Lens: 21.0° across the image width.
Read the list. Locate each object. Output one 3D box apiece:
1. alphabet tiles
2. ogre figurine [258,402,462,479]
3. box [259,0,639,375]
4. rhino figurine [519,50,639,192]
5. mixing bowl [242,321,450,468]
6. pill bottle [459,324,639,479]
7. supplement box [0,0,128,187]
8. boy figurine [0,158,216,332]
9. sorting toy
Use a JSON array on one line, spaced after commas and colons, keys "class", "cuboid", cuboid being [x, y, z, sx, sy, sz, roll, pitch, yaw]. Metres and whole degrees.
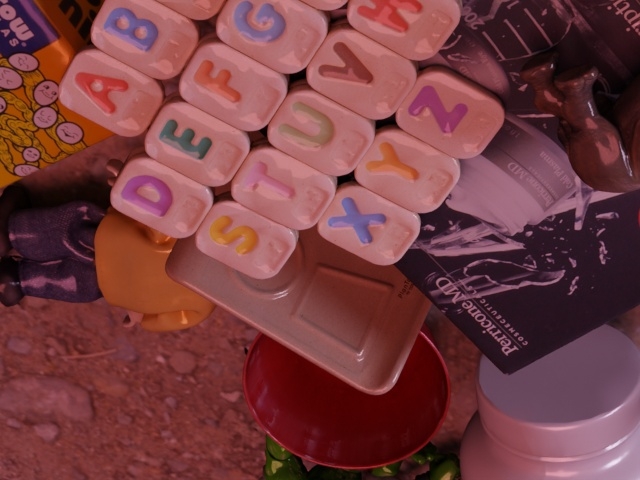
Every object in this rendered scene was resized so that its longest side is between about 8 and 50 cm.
[{"class": "alphabet tiles", "cuboid": [-0.029, -0.093, 1.195, 0.278, 0.021, 0.284, 28, 126, -12]}, {"class": "ogre figurine", "cuboid": [0.028, 0.215, 1.621, 0.197, 0.097, 0.118, 18, 112, -21]}, {"class": "box", "cuboid": [0.159, -0.121, 1.270, 0.312, 0.179, 0.343, -32, 115, 32]}, {"class": "rhino figurine", "cuboid": [0.258, -0.101, 1.107, 0.243, 0.073, 0.106, -18, 117, 21]}, {"class": "mixing bowl", "cuboid": [0.028, 0.102, 1.518, 0.181, 0.098, 0.181, 4, 123, 7]}, {"class": "pill bottle", "cuboid": [0.224, 0.238, 1.531, 0.188, 0.188, 0.334, -1, 127, 13]}, {"class": "supplement box", "cuboid": [-0.314, -0.145, 1.345, 0.356, 0.195, 0.194, -22, 120, 26]}, {"class": "boy figurine", "cuboid": [-0.144, 0.004, 1.491, 0.285, 0.092, 0.177, 0, 127, 11]}, {"class": "sorting toy", "cuboid": [0.000, 0.000, 1.408, 0.208, 0.193, 0.038, 30, 157, -9]}]
